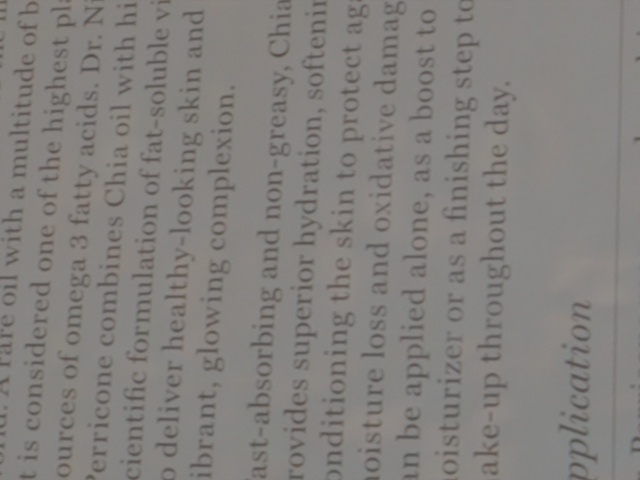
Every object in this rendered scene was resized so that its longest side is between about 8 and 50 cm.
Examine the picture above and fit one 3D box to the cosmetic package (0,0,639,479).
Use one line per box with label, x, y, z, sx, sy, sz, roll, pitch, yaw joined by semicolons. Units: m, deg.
cosmetic package;0.000;0.000;0.604;0.453;0.161;0.230;0;-101;18
